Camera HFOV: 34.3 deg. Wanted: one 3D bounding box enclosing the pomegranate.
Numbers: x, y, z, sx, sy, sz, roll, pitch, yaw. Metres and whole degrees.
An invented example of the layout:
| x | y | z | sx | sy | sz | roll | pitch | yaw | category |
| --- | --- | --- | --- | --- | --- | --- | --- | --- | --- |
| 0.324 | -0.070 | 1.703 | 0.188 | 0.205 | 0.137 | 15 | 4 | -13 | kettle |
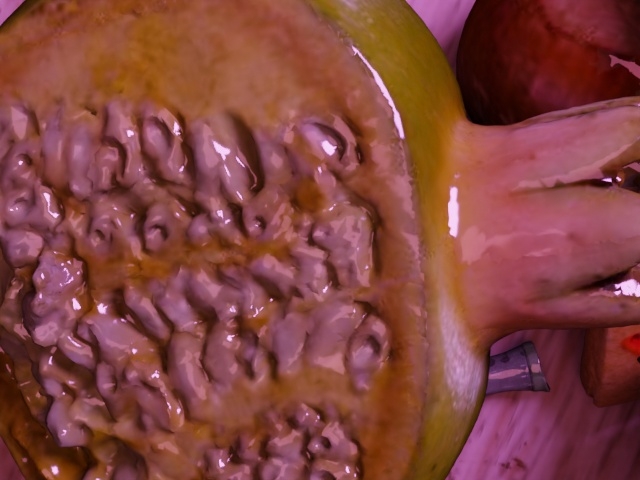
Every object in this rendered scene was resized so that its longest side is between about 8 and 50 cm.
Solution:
| x | y | z | sx | sy | sz | roll | pitch | yaw | category |
| --- | --- | --- | --- | --- | --- | --- | --- | --- | --- |
| 0.000 | 0.000 | 0.512 | 0.358 | 0.216 | 0.310 | -8 | 94 | 15 | pomegranate |

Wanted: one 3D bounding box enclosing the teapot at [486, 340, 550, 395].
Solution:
| x | y | z | sx | sy | sz | roll | pitch | yaw | category |
| --- | --- | --- | --- | --- | --- | --- | --- | --- | --- |
| 0.080 | 0.085 | 0.616 | 0.110 | 0.043 | 0.043 | -12 | 95 | 0 | teapot |

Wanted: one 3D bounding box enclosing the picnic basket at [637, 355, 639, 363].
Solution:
| x | y | z | sx | sy | sz | roll | pitch | yaw | category |
| --- | --- | --- | --- | --- | --- | --- | --- | --- | --- |
| 0.343 | 0.184 | 0.488 | 0.337 | 0.293 | 0.337 | -2 | 99 | -11 | picnic basket |

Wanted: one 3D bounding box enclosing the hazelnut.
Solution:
| x | y | z | sx | sy | sz | roll | pitch | yaw | category |
| --- | --- | --- | --- | --- | --- | --- | --- | --- | --- |
| 0.148 | -0.087 | 0.555 | 0.154 | 0.143 | 0.143 | 23 | 96 | 8 | hazelnut |

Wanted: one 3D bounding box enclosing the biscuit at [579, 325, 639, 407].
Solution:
| x | y | z | sx | sy | sz | roll | pitch | yaw | category |
| --- | --- | --- | --- | --- | --- | --- | --- | --- | --- |
| 0.227 | 0.012 | 0.552 | 0.212 | 0.041 | 0.239 | 16 | 122 | -38 | biscuit |
